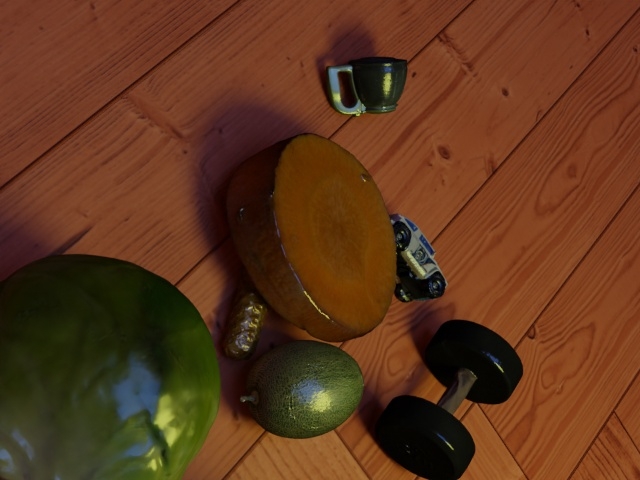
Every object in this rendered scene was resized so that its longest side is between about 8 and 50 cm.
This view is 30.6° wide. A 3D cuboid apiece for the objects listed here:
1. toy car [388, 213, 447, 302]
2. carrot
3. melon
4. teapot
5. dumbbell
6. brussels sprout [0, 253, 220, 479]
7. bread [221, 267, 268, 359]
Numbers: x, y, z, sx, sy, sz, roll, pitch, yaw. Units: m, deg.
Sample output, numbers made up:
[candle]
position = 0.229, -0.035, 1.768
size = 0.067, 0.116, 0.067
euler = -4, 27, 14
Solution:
[toy car]
position = 0.129, 0.020, 1.819
size = 0.171, 0.080, 0.070
euler = 53, 54, -18
[carrot]
position = 0.000, 0.000, 1.677
size = 0.258, 0.100, 0.307
euler = -38, 101, -46
[melon]
position = -0.027, 0.208, 1.632
size = 0.192, 0.139, 0.139
euler = -4, 86, -35
[teapot]
position = 0.074, -0.240, 1.828
size = 0.092, 0.124, 0.091
euler = -54, 143, -75
[dumbbell]
position = 0.199, 0.245, 1.793
size = 0.152, 0.152, 0.218
euler = 51, 57, -20
[brussels sprout]
position = -0.275, 0.183, 1.375
size = 0.344, 0.268, 0.344
euler = 3, 78, -15
[bread]
position = -0.099, 0.095, 1.652
size = 0.052, 0.044, 0.157
euler = 29, 67, -31
